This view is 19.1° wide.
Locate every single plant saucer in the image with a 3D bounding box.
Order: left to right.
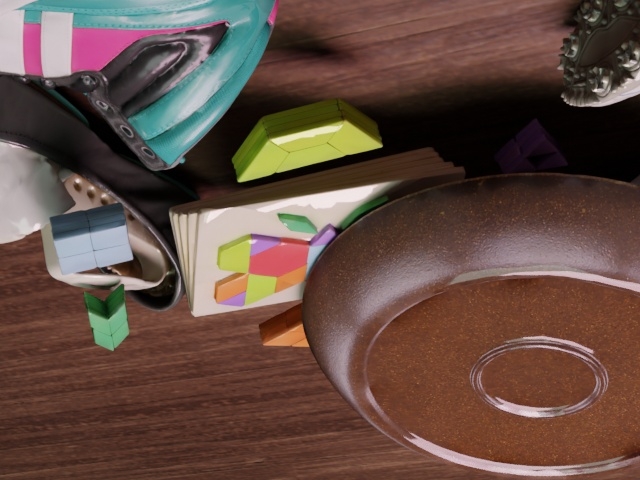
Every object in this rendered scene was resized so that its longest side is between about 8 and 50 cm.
[{"bbox_3d":[0.140,0.073,1.214,0.311,0.050,0.310,4,143,3],"label":"plant saucer"}]

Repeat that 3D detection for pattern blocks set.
[{"bbox_3d":[0.000,0.000,1.201,0.325,0.026,0.285,-17,152,2],"label":"pattern blocks set"}]

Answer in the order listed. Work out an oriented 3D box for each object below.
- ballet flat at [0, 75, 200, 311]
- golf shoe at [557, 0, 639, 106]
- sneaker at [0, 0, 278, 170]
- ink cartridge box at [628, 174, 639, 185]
[{"bbox_3d":[-0.166,-0.032,1.192,0.095,0.096,0.280,-13,149,36],"label":"ballet flat"},{"bbox_3d":[0.200,-0.113,1.010,0.086,0.069,0.176,12,155,-29],"label":"golf shoe"},{"bbox_3d":[-0.142,-0.109,1.015,0.295,0.124,0.178,-13,139,30],"label":"sneaker"},{"bbox_3d":[0.228,0.018,1.236,0.115,0.067,0.198,15,142,-29],"label":"ink cartridge box"}]
